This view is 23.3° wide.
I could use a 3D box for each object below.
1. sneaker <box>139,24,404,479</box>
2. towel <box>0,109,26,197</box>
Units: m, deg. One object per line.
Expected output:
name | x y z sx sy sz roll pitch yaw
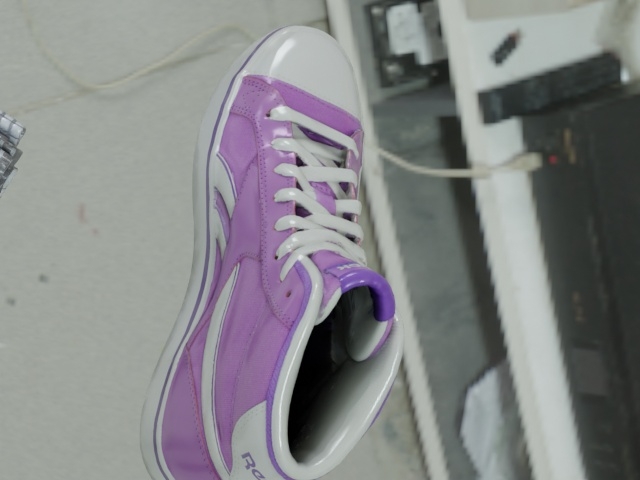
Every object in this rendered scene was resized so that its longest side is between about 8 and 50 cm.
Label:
sneaker | 0.001 0.001 0.822 0.102 0.161 0.282 19 69 -27
towel | -0.537 -0.081 1.990 0.235 0.121 0.284 34 112 -4
